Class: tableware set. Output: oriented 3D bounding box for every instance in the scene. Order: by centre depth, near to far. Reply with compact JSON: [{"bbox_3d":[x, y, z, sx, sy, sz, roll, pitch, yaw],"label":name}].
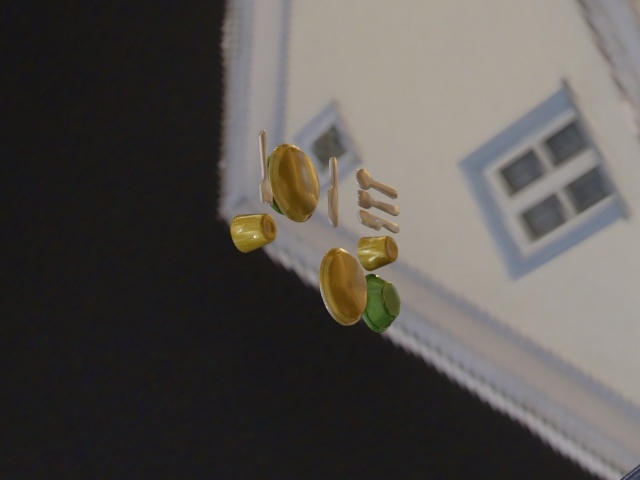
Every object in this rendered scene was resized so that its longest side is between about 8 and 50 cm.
[{"bbox_3d":[0.000,0.000,1.176,0.154,0.024,0.104,20,-117,-52],"label":"tableware set"}]

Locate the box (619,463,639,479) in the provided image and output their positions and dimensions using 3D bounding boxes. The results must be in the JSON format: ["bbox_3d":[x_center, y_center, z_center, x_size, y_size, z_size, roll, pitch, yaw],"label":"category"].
[{"bbox_3d":[0.250,0.302,1.153,0.179,0.343,0.312,-13,-114,-38],"label":"box"}]
